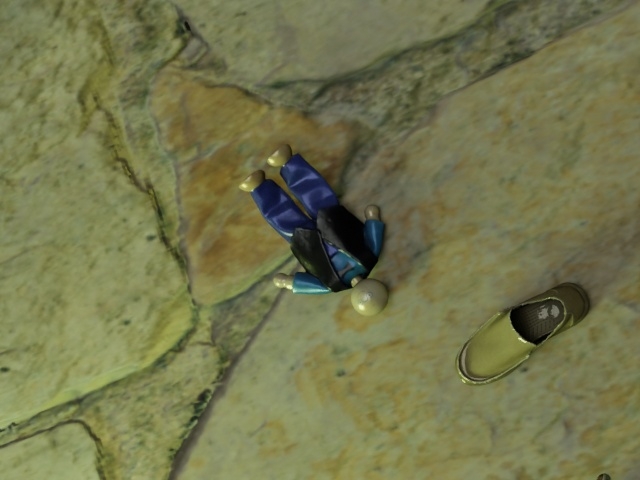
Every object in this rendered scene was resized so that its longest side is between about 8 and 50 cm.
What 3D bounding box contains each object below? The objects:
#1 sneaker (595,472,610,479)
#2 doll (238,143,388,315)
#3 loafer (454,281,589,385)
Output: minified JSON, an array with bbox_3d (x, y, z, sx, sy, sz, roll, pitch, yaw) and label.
[{"bbox_3d":[0.324,0.264,1.735,0.188,0.066,0.071,12,91,23],"label":"sneaker"},{"bbox_3d":[0.000,0.000,1.900,0.129,0.046,0.189,-42,79,6],"label":"doll"},{"bbox_3d":[0.185,0.087,1.813,0.148,0.050,0.056,-38,73,17],"label":"loafer"}]
